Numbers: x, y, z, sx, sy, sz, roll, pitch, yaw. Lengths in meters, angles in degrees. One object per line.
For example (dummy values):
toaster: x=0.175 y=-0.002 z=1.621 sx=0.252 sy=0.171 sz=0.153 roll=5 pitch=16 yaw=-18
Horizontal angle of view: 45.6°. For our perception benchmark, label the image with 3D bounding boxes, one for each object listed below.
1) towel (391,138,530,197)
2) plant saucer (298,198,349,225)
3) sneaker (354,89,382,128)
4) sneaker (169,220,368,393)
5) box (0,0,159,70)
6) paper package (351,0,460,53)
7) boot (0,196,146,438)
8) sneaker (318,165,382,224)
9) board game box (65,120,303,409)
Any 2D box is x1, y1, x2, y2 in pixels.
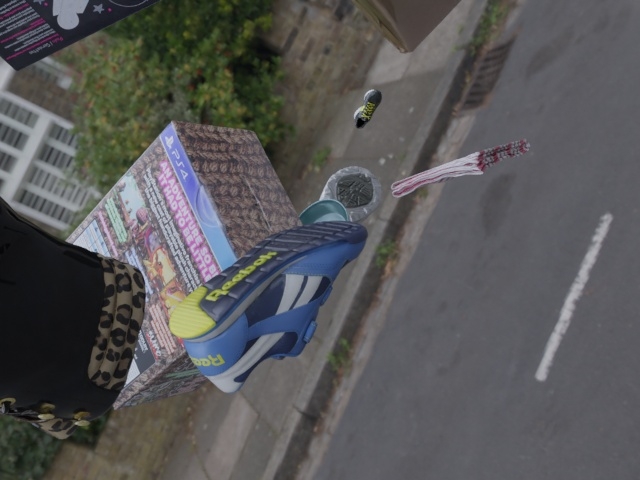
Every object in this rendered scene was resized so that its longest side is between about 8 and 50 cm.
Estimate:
towel: x=0.205 y=-0.102 z=1.096 sx=0.144 sy=0.029 sz=0.197 roll=-18 pitch=1 yaw=37
plant saucer: x=0.000 y=0.000 z=1.064 sx=0.119 sy=0.021 sz=0.119 roll=-25 pitch=51 yaw=35
sneaker: x=0.084 y=-0.227 z=1.329 sx=0.083 sy=0.031 sz=0.035 roll=122 pitch=160 yaw=-48
sneaker: x=-0.024 y=0.035 z=0.463 sx=0.144 sy=0.059 sz=0.053 roll=-35 pitch=25 yaw=-31
box: x=-0.321 y=-0.352 z=0.950 sx=0.247 sy=0.142 sz=0.164 roll=-19 pitch=52 yaw=16
paper package: x=0.132 y=-0.418 z=0.876 sx=0.325 sy=0.168 sz=0.309 roll=-45 pitch=-14 yaw=12
boot: x=-0.325 y=0.132 z=0.650 sx=0.138 sy=0.284 sz=0.378 roll=16 pitch=80 yaw=35
sneaker: x=0.014 y=-0.025 z=1.220 sx=0.232 sy=0.090 sz=0.115 roll=-52 pitch=1 yaw=-32
board game box: x=-0.169 y=0.035 z=0.953 sx=0.291 sy=0.141 sz=0.232 roll=-39 pitch=69 yaw=32
